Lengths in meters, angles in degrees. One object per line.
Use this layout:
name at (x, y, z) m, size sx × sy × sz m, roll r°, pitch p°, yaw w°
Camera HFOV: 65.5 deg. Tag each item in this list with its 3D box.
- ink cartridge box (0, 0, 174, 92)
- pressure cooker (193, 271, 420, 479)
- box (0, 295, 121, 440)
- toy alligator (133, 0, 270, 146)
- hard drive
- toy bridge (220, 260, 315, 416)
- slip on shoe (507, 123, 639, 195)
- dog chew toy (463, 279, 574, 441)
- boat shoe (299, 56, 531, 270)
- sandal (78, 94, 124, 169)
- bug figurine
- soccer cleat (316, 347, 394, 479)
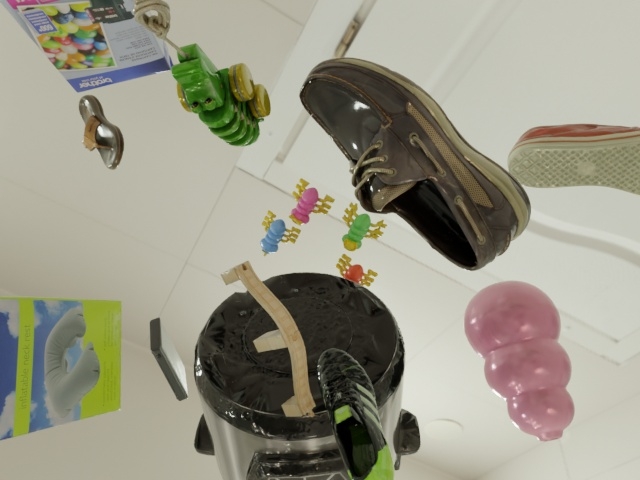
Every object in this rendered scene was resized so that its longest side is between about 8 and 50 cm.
ink cartridge box at (-0.377, -0.353, 0.838) m, size 0.186 × 0.311 × 0.065 m, roll -14°, pitch -106°, yaw -2°
pressure cooker at (-0.023, 0.318, 0.939) m, size 0.370 × 0.420 × 0.375 m, roll 28°, pitch -136°, yaw 36°
box at (-0.242, 0.101, 0.411) m, size 0.178 × 0.042 × 0.109 m, roll 20°, pitch -115°, yaw -69°
toy alligator at (-0.084, -0.112, 0.391) m, size 0.190 × 0.056 × 0.051 m, roll 26°, pitch -124°, yaw -73°
hard drive at (-0.287, 0.225, 0.942) m, size 0.022 × 0.135 × 0.094 m, roll -20°, pitch -148°, yaw -10°
toy bridge at (-0.048, 0.110, 0.551) m, size 0.026 × 0.063 × 0.188 m, roll -26°, pitch -88°, yaw -43°
slip on shoe at (0.482, -0.142, 0.808) m, size 0.331 × 0.123 × 0.101 m, roll 5°, pitch -135°, yaw 22°
dog chew toy at (0.438, 0.258, 1.078) m, size 0.207 × 0.206 × 0.331 m, roll 11°, pitch -125°, yaw -29°
boat shoe at (0.108, -0.100, 0.643) m, size 0.355 × 0.132 × 0.130 m, roll 38°, pitch -122°, yaw 6°
sandal at (-0.474, -0.230, 1.045) m, size 0.060 × 0.090 × 0.219 m, roll -9°, pitch -124°, yaw -46°
bug figurine at (0.000, 0.000, 1.037) m, size 0.279 × 0.216 × 0.072 m, roll 29°, pitch -149°, yaw 6°
soccer cleat at (0.033, 0.188, 0.553) m, size 0.072 × 0.060 × 0.179 m, roll 56°, pitch -172°, yaw -46°
